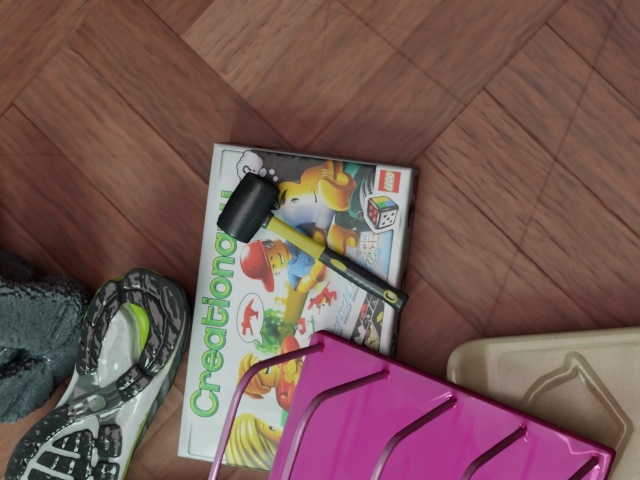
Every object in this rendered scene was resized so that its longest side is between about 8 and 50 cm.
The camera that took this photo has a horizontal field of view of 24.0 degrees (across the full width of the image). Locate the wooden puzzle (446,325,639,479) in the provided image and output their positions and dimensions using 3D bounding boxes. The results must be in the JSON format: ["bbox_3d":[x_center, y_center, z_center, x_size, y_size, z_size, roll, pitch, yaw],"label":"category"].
[{"bbox_3d":[0.301,0.234,1.357,0.347,0.080,0.322,-5,92,8],"label":"wooden puzzle"}]

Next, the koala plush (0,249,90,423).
[{"bbox_3d":[-0.347,0.054,1.457,0.221,0.203,0.196,39,114,29],"label":"koala plush"}]

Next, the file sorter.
[{"bbox_3d":[0.062,0.230,1.270,0.290,0.182,0.202,21,102,21],"label":"file sorter"}]

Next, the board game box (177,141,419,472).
[{"bbox_3d":[-0.022,0.069,1.427,0.193,0.053,0.305,8,95,12],"label":"board game box"}]

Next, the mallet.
[{"bbox_3d":[0.000,0.000,1.376,0.189,0.039,0.062,24,96,6],"label":"mallet"}]

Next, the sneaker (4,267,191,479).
[{"bbox_3d":[-0.198,0.163,1.437,0.111,0.121,0.300,32,99,11],"label":"sneaker"}]
